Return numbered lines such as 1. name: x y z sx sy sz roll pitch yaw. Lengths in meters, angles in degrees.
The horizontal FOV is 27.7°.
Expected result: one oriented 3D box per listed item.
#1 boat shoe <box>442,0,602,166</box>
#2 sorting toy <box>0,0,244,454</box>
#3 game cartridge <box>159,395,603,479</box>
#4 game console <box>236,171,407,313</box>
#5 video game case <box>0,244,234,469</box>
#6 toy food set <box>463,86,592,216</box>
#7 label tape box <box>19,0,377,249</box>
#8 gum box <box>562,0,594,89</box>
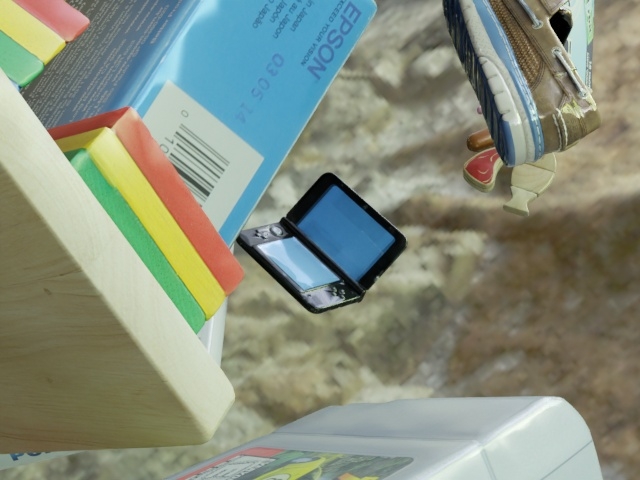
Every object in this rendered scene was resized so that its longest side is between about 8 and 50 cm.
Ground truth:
1. boat shoe: 0.117 -0.124 0.779 0.066 0.183 0.066 -13 151 -2
2. sorting toy: -0.178 -0.032 0.535 0.257 0.255 0.089 -10 -147 41
3. game cartridge: -0.046 0.130 0.496 0.294 0.060 0.196 -21 -174 -28
4. game console: 0.000 0.000 1.241 0.107 0.122 0.071 -14 137 -47
5. video game case: -0.234 0.086 1.233 0.300 0.036 0.329 -14 -148 9
6. toy food set: 0.139 -0.071 0.914 0.122 0.078 0.019 -53 157 -27
7. label tape box: -0.142 -0.084 0.853 0.334 0.106 0.240 11 -114 58
8. gum box: 0.198 -0.210 1.139 0.041 0.157 0.184 2 -178 28
